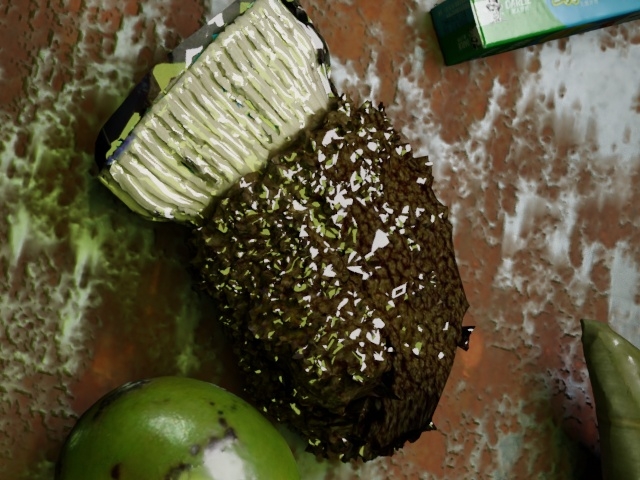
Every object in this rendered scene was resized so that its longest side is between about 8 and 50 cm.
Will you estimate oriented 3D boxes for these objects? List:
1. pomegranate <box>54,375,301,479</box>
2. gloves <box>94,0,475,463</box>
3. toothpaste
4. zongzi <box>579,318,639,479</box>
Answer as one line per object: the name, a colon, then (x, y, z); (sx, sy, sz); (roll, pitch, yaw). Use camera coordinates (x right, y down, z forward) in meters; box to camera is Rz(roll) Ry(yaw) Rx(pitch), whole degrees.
pomegranate: (-0.109, 0.177, 0.857); (0.220, 0.156, 0.156); (-41, 98, -18)
gloves: (-0.006, 0.004, 0.920); (0.312, 0.135, 0.210); (49, 50, -14)
toothpaste: (0.216, -0.191, 1.076); (0.266, 0.065, 0.050); (-16, 92, -23)
zongzi: (0.364, 0.239, 1.024); (0.356, 0.174, 0.393); (-2, 77, -26)
